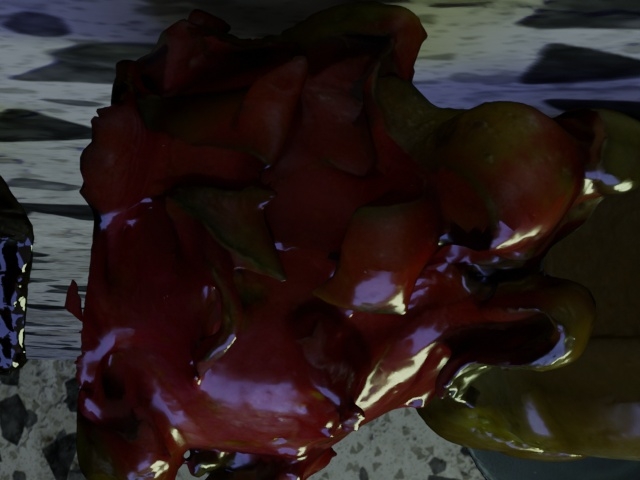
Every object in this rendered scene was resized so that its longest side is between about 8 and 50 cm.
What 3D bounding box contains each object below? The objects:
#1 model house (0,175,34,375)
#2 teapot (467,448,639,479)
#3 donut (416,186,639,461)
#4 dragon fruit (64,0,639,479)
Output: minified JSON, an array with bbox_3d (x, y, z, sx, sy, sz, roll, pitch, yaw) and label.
[{"bbox_3d":[-0.191,0.006,0.758,0.165,0.106,0.152,0,177,-22],"label":"model house"},{"bbox_3d":[0.167,0.061,1.076,0.239,0.162,0.149,25,-154,25],"label":"teapot"},{"bbox_3d":[0.166,0.027,0.746,0.261,0.128,0.208,1,173,10],"label":"donut"},{"bbox_3d":[0.000,0.000,0.535,0.208,0.133,0.150,-16,157,39],"label":"dragon fruit"}]
